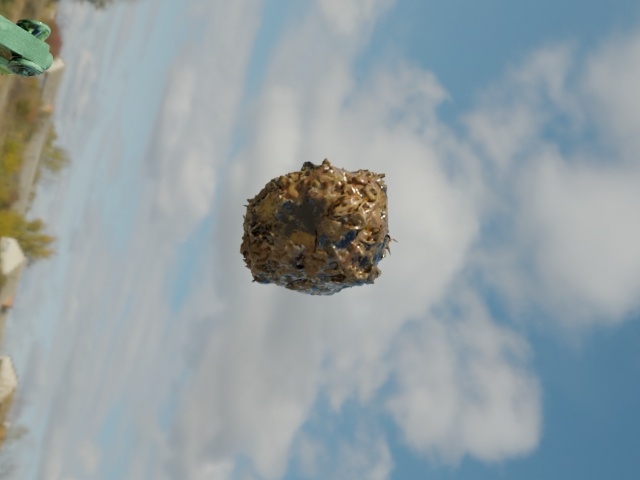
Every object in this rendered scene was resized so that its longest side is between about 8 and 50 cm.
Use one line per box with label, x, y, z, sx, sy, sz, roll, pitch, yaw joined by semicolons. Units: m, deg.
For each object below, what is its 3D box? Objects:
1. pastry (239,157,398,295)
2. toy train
pastry;0.000;0.000;1.446;0.275;0.275;0.192;-51;-129;48
toy train;-0.570;-0.345;1.526;0.253;0.157;0.105;26;67;-66
